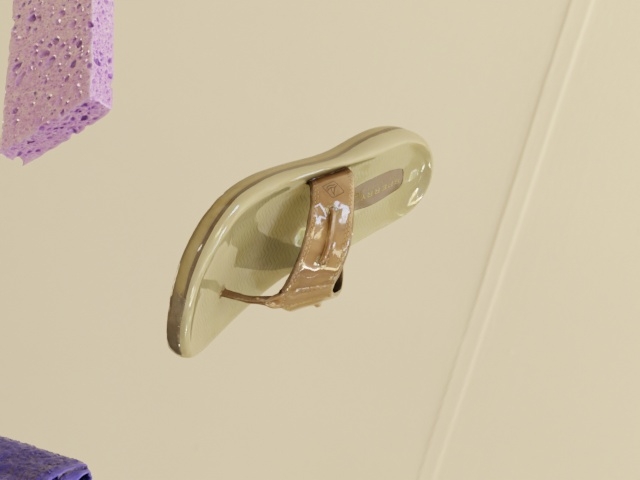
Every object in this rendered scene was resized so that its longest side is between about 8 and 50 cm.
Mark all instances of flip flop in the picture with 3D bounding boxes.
[{"bbox_3d":[0.000,0.000,0.845,0.080,0.277,0.112,35,-45,30],"label":"flip flop"}]

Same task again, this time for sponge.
[{"bbox_3d":[-0.236,-0.181,1.054,0.117,0.210,0.031,-25,-36,30],"label":"sponge"}]

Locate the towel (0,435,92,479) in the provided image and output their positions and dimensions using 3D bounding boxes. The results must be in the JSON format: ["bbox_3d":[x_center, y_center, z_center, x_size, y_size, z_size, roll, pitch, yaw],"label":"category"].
[{"bbox_3d":[-0.325,0.225,0.851,0.227,0.308,0.076,17,-65,22],"label":"towel"}]
